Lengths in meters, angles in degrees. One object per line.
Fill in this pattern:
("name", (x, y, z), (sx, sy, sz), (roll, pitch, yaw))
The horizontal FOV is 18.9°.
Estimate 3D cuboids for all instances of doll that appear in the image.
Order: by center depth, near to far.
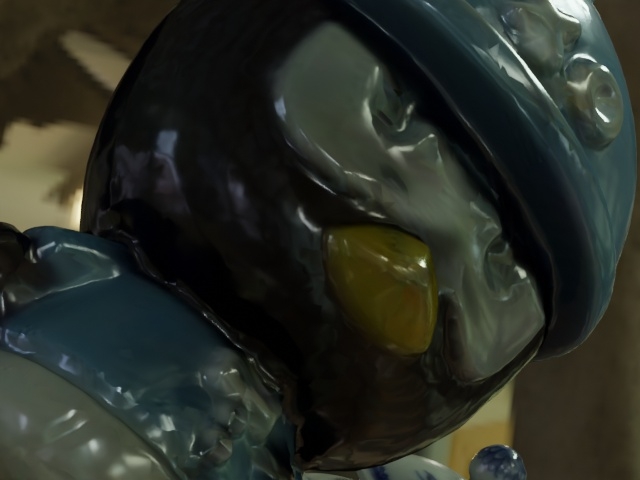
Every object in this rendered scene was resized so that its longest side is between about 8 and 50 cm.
("doll", (0.000, 0.000, 0.579), (0.141, 0.314, 0.177), (-9, -55, 51))

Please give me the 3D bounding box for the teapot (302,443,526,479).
("teapot", (0.045, 0.250, 1.318), (0.424, 0.280, 0.252), (32, 11, -34))
